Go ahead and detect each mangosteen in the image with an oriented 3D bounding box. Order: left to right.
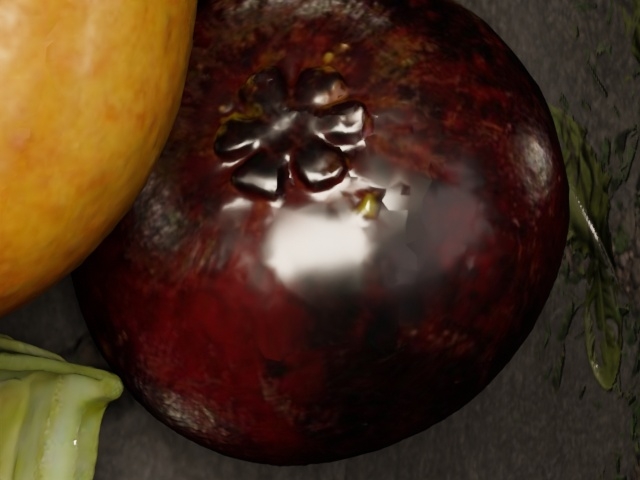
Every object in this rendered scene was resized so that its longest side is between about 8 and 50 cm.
[{"bbox_3d":[0.000,0.000,0.706,0.261,0.235,0.235,79,27,-68],"label":"mangosteen"}]

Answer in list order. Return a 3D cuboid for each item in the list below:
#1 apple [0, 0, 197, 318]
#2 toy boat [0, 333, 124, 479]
[{"bbox_3d":[-0.174,-0.106,0.412,0.299,0.275,0.299,-19,130,-23],"label":"apple"},{"bbox_3d":[-0.191,0.079,0.538,0.276,0.084,0.111,4,105,-59],"label":"toy boat"}]
